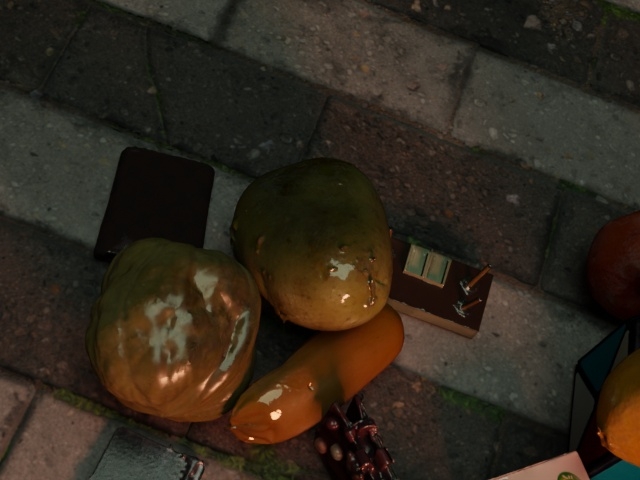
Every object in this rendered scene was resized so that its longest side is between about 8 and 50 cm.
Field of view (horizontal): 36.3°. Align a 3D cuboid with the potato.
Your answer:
[{"bbox_3d":[-0.017,0.009,1.601,0.269,0.219,0.359,-16,34,2],"label":"potato"}]

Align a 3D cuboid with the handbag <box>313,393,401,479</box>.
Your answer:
[{"bbox_3d":[0.062,0.357,1.498,0.074,0.216,0.203,-20,70,-15],"label":"handbag"}]

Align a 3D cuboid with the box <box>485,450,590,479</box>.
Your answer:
[{"bbox_3d":[0.370,0.516,1.519,0.173,0.145,0.333,-14,67,-16],"label":"box"}]

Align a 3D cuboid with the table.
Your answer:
[{"bbox_3d":[0.187,0.063,1.725,0.240,0.111,0.122,20,61,-1],"label":"table"}]

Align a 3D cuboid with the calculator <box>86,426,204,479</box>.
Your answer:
[{"bbox_3d":[-0.300,0.426,1.500,0.161,0.021,0.262,26,62,2],"label":"calculator"}]

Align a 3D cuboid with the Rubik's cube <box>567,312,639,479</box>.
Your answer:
[{"bbox_3d":[0.570,0.296,1.611,0.246,0.250,0.248,16,60,-3],"label":"Rubik's cube"}]

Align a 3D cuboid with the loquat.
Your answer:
[{"bbox_3d":[0.502,0.234,1.382,0.234,0.187,0.176,-20,61,-10],"label":"loquat"}]

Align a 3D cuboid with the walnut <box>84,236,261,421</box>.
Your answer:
[{"bbox_3d":[-0.222,0.137,1.511,0.253,0.282,0.277,6,65,-1],"label":"walnut"}]

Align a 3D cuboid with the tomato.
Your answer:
[{"bbox_3d":[0.585,0.054,1.754,0.208,0.208,0.184,0,45,-11],"label":"tomato"}]

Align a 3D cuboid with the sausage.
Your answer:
[{"bbox_3d":[-0.003,0.220,1.573,0.116,0.134,0.354,33,50,27],"label":"sausage"}]

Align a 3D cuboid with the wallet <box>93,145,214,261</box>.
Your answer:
[{"bbox_3d":[-0.288,-0.054,1.726,0.182,0.049,0.229,10,61,-6],"label":"wallet"}]
